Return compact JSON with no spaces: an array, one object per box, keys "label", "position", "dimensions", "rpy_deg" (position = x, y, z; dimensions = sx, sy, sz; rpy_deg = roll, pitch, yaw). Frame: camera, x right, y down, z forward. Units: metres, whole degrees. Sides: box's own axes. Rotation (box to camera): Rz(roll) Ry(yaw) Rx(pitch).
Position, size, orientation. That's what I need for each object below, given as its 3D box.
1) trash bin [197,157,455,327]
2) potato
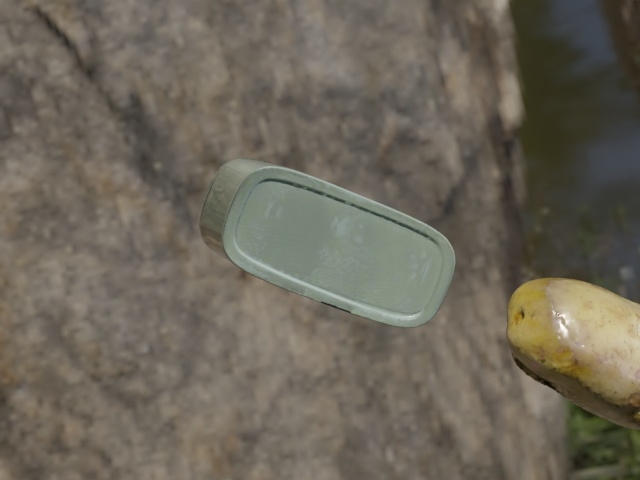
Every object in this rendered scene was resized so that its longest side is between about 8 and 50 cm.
[{"label":"trash bin","position":[0.000,0.000,0.923],"dimensions":[0.130,0.116,0.059],"rpy_deg":[-156,-94,-81]},{"label":"potato","position":[0.223,0.089,1.425],"dimensions":[0.170,0.080,0.107],"rpy_deg":[23,38,-21]}]
